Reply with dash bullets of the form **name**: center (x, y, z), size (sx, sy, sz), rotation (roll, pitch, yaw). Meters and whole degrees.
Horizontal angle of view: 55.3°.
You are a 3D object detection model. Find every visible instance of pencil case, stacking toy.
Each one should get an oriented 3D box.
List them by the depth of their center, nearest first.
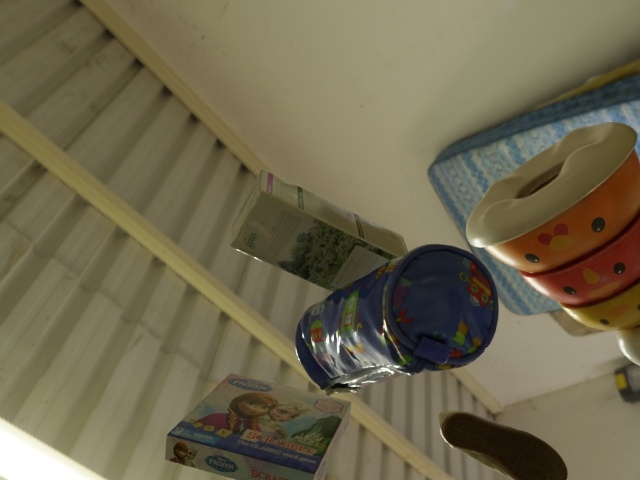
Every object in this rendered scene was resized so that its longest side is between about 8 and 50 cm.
- **pencil case**: center (0.065, 0.102, 0.683), size (0.119, 0.306, 0.133), rotation (20, -113, -14)
- **stacking toy**: center (0.547, 0.048, 1.167), size (0.480, 0.351, 0.350), rotation (51, -148, -5)

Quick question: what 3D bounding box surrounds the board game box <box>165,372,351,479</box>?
- **board game box**: center (-0.121, 0.414, 1.346), size (0.318, 0.319, 0.065), rotation (-36, -45, -71)

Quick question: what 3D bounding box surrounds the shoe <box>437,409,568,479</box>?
- **shoe**: center (0.280, 0.320, 0.949), size (0.219, 0.058, 0.076), rotation (28, -100, -4)

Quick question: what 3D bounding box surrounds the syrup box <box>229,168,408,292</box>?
- **syrup box**: center (0.000, 0.000, 0.862), size (0.237, 0.093, 0.096), rotation (25, -157, -14)
